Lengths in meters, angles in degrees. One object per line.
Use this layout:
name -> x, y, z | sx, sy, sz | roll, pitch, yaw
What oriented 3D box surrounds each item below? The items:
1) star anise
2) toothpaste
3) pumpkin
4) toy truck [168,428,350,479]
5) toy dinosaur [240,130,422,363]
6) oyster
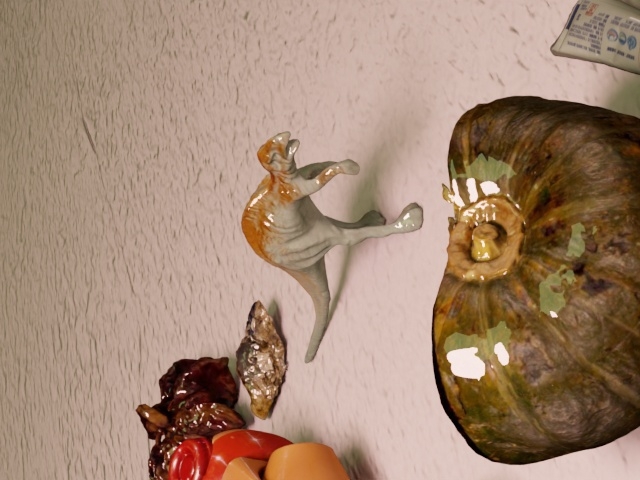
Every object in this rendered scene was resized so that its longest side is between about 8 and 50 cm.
star anise -> -0.191, 0.260, 1.881 | 0.220, 0.125, 0.190 | -59, 38, 26
toothpaste -> 0.298, -0.179, 1.245 | 0.268, 0.047, 0.069 | -140, 46, -60
pumpkin -> 0.239, 0.031, 1.155 | 0.232, 0.242, 0.325 | -3, 71, 30
toy truck -> -0.068, 0.346, 1.574 | 0.239, 0.189, 0.265 | 18, 91, 55
toy dinosaur -> 0.000, 0.000, 1.591 | 0.393, 0.205, 0.092 | 106, 150, -50
oyster -> -0.086, 0.163, 1.800 | 0.103, 0.051, 0.148 | -52, 49, 51
